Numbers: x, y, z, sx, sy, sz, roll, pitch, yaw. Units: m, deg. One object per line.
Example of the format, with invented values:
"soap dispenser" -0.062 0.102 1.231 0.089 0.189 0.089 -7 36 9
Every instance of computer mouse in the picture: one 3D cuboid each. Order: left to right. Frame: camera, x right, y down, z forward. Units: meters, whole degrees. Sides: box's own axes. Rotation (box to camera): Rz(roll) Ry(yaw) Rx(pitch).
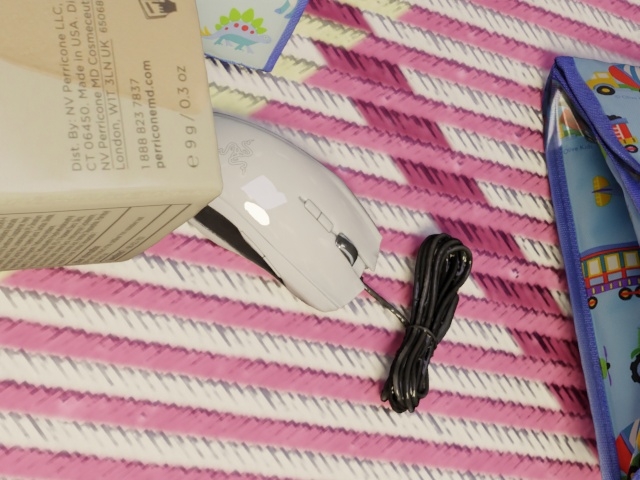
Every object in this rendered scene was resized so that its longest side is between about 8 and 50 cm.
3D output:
"computer mouse" 0.000 0.000 0.562 0.193 0.042 0.106 37 65 -15

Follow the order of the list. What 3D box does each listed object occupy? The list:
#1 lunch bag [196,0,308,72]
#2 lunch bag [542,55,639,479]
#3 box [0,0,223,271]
"lunch bag" -0.061 -0.175 0.546 0.128 0.096 0.151 13 101 -24
"lunch bag" 0.261 0.000 0.635 0.220 0.138 0.293 3 51 -14
"box" -0.212 -0.050 0.407 0.311 0.148 0.121 -4 79 -29
